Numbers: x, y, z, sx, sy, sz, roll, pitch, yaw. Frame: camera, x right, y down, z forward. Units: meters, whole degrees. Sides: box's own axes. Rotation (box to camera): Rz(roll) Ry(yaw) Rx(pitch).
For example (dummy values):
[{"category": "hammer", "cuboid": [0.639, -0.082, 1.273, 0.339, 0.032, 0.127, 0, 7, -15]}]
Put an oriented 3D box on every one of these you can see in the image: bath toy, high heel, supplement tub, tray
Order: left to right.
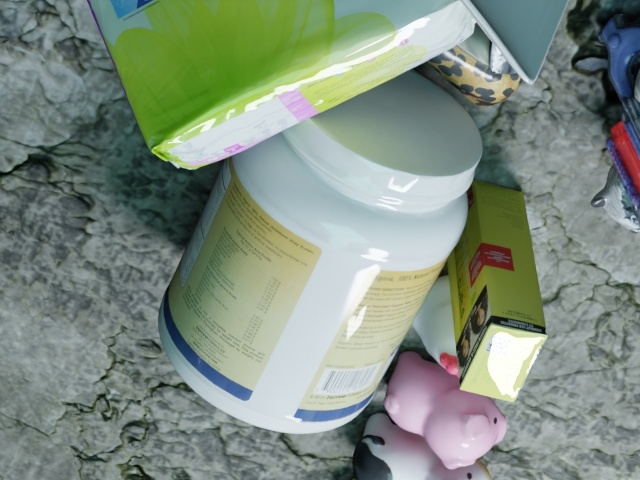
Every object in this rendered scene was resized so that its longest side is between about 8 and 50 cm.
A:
[{"category": "supplement tub", "cuboid": [0.000, 0.000, 1.724, 0.228, 0.228, 0.316, 19, 124, -12]}, {"category": "high heel", "cuboid": [0.062, -0.196, 1.683, 0.261, 0.093, 0.186, 11, 145, 7]}, {"category": "bath toy", "cuboid": [0.123, 0.198, 1.927, 0.151, 0.129, 0.348, 11, 124, -7]}, {"category": "tray", "cuboid": [0.165, -0.265, 1.526, 0.030, 0.270, 0.145, -15, 128, 42]}]

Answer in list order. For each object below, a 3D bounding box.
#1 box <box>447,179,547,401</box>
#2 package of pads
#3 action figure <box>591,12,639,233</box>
[{"category": "box", "cuboid": [0.164, 0.043, 1.750, 0.058, 0.232, 0.087, 15, 125, -10]}, {"category": "package of pads", "cuboid": [-0.042, -0.213, 1.552, 0.297, 0.229, 0.101, -26, 165, 9]}, {"category": "action figure", "cuboid": [0.406, -0.068, 1.672, 0.330, 0.341, 0.178, -23, 162, 30]}]
